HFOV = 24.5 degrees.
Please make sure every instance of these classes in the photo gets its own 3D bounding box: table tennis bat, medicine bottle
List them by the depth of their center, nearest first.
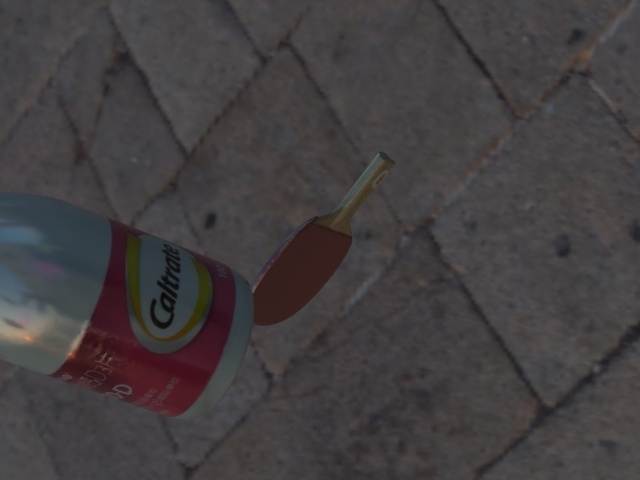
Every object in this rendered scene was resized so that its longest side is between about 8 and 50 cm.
[{"bbox_3d":[-0.147,0.023,0.777,0.090,0.216,0.090,-45,33,40],"label":"medicine bottle"},{"bbox_3d":[0.000,0.000,1.064,0.013,0.087,0.156,44,102,27],"label":"table tennis bat"}]
